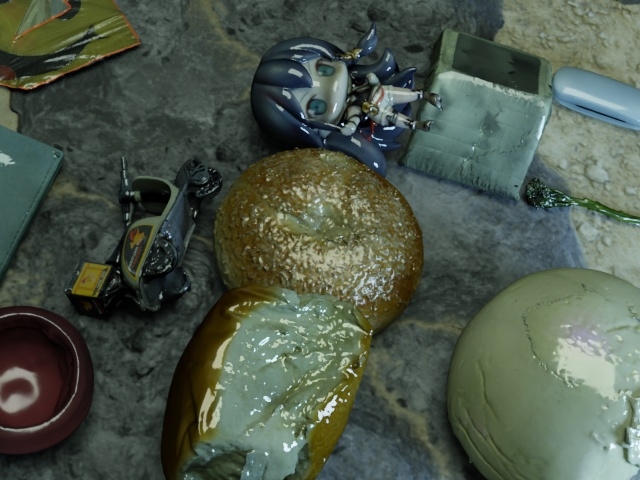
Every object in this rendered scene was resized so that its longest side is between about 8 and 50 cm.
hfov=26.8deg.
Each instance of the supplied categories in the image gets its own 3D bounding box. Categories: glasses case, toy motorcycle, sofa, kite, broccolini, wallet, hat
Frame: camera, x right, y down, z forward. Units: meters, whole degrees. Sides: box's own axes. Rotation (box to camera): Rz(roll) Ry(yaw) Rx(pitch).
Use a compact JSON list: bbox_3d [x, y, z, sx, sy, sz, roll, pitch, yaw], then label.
[{"bbox_3d":[0.459,-0.230,2.174,0.178,0.045,0.067,19,58,-1],"label":"glasses case"},{"bbox_3d":[-0.236,-0.013,1.863,0.157,0.091,0.263,6,56,20],"label":"toy motorcycle"},{"bbox_3d":[0.249,-0.202,2.097,0.210,0.176,0.225,16,29,-2],"label":"sofa"},{"bbox_3d":[-0.457,-0.367,2.088,0.378,0.013,0.327,15,57,0],"label":"kite"},{"bbox_3d":[0.419,-0.055,2.070,0.218,0.044,0.042,11,18,-9],"label":"broccolini"},{"bbox_3d":[-0.538,-0.076,1.878,0.290,0.054,0.251,23,62,-3],"label":"wallet"},{"bbox_3d":[-0.389,0.182,1.732,0.205,0.089,0.205,4,64,-8],"label":"hat"}]

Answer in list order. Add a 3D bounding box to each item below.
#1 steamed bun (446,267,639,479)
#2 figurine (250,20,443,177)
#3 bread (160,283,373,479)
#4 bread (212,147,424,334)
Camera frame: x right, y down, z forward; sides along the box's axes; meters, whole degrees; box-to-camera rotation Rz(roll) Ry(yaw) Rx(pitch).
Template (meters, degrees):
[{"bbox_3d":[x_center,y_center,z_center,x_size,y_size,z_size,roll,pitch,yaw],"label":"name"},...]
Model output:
[{"bbox_3d":[0.338,0.182,1.795,0.312,0.233,0.334,38,58,11],"label":"steamed bun"},{"bbox_3d":[0.028,-0.202,1.985,0.265,0.197,0.175,27,55,-7],"label":"figurine"},{"bbox_3d":[-0.079,0.205,1.687,0.225,0.250,0.279,20,60,-3],"label":"bread"},{"bbox_3d":[0.000,0.000,1.876,0.306,0.159,0.305,4,64,-9],"label":"bread"}]
